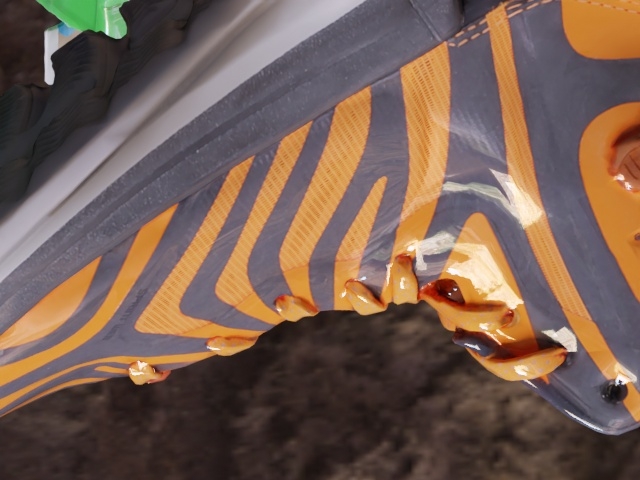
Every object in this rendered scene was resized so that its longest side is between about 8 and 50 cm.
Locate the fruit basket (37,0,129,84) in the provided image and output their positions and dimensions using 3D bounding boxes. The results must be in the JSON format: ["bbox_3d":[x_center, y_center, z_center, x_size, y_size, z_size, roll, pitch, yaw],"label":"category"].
[{"bbox_3d":[-0.048,-0.290,1.242,0.353,0.327,0.165,-33,-116,-30],"label":"fruit basket"}]

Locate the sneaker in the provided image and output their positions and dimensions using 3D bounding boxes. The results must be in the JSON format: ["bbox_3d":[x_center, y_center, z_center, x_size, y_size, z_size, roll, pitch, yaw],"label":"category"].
[{"bbox_3d":[0.001,0.009,0.533,0.180,0.321,0.124,48,-163,-21],"label":"sneaker"}]
